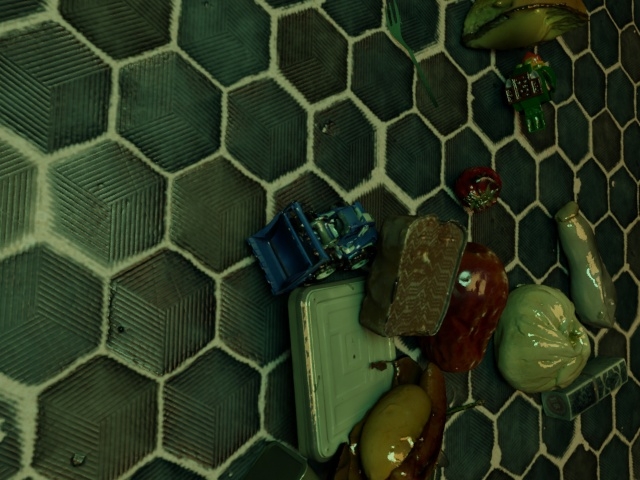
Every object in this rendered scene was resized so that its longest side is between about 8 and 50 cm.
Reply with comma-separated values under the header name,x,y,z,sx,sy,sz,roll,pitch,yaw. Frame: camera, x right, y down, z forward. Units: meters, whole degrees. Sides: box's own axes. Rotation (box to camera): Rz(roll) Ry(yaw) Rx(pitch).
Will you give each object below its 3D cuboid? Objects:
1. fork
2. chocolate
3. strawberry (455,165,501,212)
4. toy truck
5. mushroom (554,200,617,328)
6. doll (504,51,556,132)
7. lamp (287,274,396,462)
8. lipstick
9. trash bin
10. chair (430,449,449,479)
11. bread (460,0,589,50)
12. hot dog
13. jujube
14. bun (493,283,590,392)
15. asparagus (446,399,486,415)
name,x,y,z,sx,sy,sz,roll,pitch,yaw
fork,0.190,-0.375,1.017,0.021,0.039,0.235,-39,110,-23
chocolate,0.149,0.053,0.822,0.148,0.093,0.214,7,100,-38
strawberry,0.337,-0.117,1.063,0.106,0.106,0.106,2,86,-32
toy truck,0.000,0.000,0.802,0.208,0.126,0.113,-19,71,-32
mushroom,0.678,0.070,1.262,0.109,0.097,0.351,-21,94,-34
doll,0.504,-0.364,1.168,0.134,0.106,0.186,51,47,-25
lamp,0.049,0.198,0.837,0.269,0.047,0.266,-4,88,-54
lipstick,0.676,0.366,1.250,0.290,0.076,0.077,-12,92,-34
trash bin,-0.032,0.470,0.778,0.164,0.122,0.240,-47,113,-25
chair,0.184,0.481,0.932,0.095,0.104,0.221,22,79,-56
bread,0.460,-0.520,1.095,0.262,0.204,0.162,-12,97,-35
hot dog,0.146,0.312,0.821,0.326,0.107,0.194,-56,129,-41
jujube,0.263,0.129,0.952,0.190,0.190,0.255,-11,104,-32
bun,0.501,0.225,1.101,0.259,0.160,0.259,0,90,-31
asparagus,0.297,0.360,1.049,0.166,0.016,0.013,-4,56,-31
